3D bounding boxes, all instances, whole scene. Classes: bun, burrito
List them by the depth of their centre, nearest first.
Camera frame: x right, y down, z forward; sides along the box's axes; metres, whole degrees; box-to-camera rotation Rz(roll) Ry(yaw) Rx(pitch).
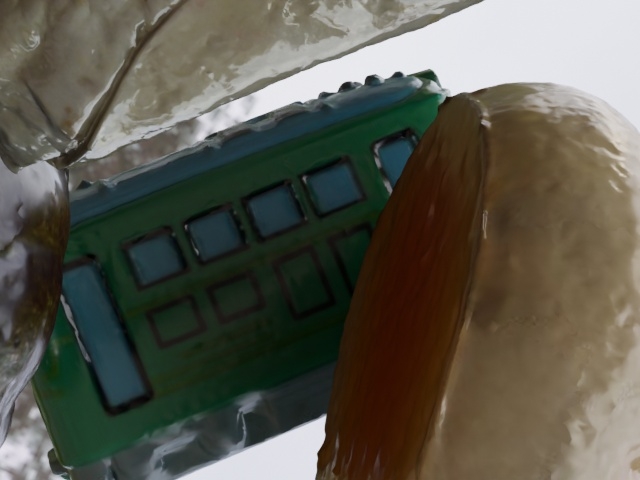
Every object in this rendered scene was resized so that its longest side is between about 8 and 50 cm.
[{"bbox_3d":[-0.009,-0.093,0.543,0.275,0.082,0.059,-18,-141,16],"label":"burrito"},{"bbox_3d":[0.109,0.076,0.815,0.299,0.164,0.299,-165,-90,-82],"label":"bun"}]

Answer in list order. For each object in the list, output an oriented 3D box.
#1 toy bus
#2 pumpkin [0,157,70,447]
[{"bbox_3d":[-0.034,0.023,1.035,0.343,0.199,0.183,-22,-176,-12],"label":"toy bus"},{"bbox_3d":[-0.226,0.030,0.733,0.232,0.242,0.325,48,-72,23],"label":"pumpkin"}]
